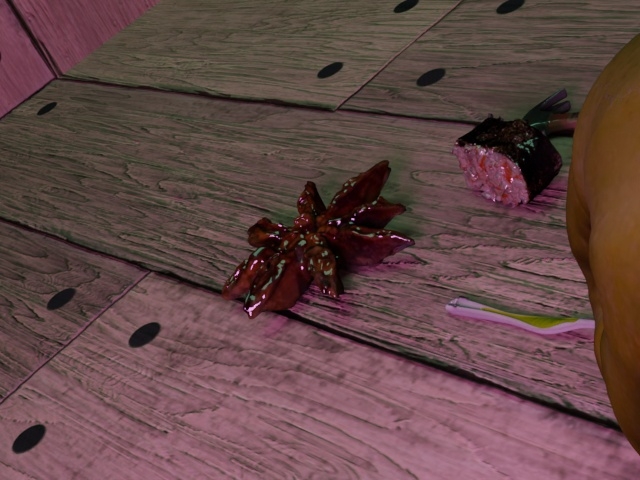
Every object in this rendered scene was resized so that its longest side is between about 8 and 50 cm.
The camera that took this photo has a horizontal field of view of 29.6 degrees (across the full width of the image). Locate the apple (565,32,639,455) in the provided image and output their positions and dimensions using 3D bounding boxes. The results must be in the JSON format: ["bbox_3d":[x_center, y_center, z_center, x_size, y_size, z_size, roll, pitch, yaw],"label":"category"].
[{"bbox_3d":[0.387,0.005,0.799,0.473,0.474,0.474,-22,30,13],"label":"apple"}]

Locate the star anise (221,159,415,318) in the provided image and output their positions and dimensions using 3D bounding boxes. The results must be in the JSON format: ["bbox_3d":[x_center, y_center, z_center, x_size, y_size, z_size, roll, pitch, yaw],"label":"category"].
[{"bbox_3d":[0.001,0.000,1.515,0.288,0.088,0.288,-19,30,12],"label":"star anise"}]

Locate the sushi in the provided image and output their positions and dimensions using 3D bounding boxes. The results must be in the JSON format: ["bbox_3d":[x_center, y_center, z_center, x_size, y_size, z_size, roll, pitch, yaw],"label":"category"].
[{"bbox_3d":[0.224,-0.096,1.466,0.078,0.090,0.150,-34,27,-16],"label":"sushi"}]

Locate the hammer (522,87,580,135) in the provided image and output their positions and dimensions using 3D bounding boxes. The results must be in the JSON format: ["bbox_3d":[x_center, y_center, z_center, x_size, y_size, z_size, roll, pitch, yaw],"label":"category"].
[{"bbox_3d":[0.375,-0.154,1.484,0.287,0.033,0.111,-3,39,38],"label":"hammer"}]

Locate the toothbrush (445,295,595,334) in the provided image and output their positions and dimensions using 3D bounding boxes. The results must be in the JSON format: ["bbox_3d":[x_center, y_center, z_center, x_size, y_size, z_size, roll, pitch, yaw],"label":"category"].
[{"bbox_3d":[0.225,0.081,1.247,0.022,0.026,0.263,-39,30,-30],"label":"toothbrush"}]
